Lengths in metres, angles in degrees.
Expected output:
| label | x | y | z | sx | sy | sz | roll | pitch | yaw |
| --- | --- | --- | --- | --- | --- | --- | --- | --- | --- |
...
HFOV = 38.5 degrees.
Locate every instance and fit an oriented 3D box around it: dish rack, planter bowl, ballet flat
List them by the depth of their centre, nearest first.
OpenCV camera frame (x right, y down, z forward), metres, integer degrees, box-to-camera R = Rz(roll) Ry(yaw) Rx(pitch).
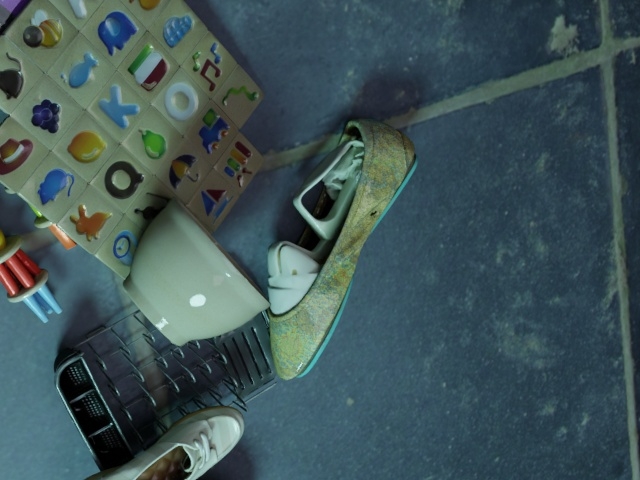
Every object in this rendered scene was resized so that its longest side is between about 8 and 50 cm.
| label | x | y | z | sx | sy | sz | roll | pitch | yaw |
| --- | --- | --- | --- | --- | --- | --- | --- | --- | --- |
| planter bowl | -0.147 | 0.047 | 1.012 | 0.109 | 0.162 | 0.162 | -42 | 120 | -4 |
| dish rack | -0.172 | 0.163 | 1.116 | 0.272 | 0.074 | 0.208 | -30 | 116 | -21 |
| ballet flat | 0.000 | 0.000 | 1.152 | 0.123 | 0.123 | 0.348 | 33 | 81 | -32 |

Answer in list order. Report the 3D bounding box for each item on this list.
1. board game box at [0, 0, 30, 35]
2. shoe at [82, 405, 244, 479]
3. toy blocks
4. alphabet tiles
| label | x | y | z | sx | sy | sz | roll | pitch | yaw |
| --- | --- | --- | --- | --- | --- | --- | --- | --- | --- |
| board game box | -0.302 | -0.387 | 0.916 | 0.208 | 0.056 | 0.346 | 43 | 80 | -35 |
| shoe | -0.176 | 0.265 | 1.061 | 0.219 | 0.058 | 0.076 | -28 | 115 | -23 |
| toy blocks | -0.309 | 0.006 | 1.007 | 0.123 | 0.054 | 0.148 | -40 | 120 | -18 |
| alphabet tiles | -0.207 | -0.130 | 1.015 | 0.285 | 0.011 | 0.342 | -56 | 131 | -15 |
